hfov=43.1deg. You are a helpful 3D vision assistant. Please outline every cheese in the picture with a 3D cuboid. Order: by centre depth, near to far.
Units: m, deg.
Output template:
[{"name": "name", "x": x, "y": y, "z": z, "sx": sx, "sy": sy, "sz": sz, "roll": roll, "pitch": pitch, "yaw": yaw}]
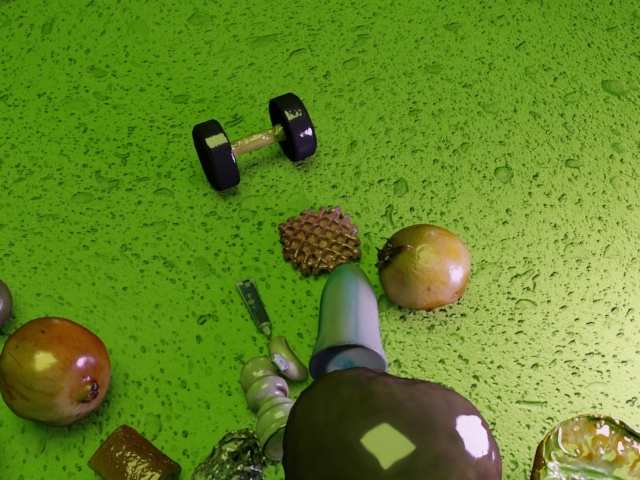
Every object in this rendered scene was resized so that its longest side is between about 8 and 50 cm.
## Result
[{"name": "cheese", "x": -0.087, "y": 0.278, "z": 1.897, "sx": 0.050, "sy": 0.235, "sz": 0.127, "roll": -39, "pitch": 80, "yaw": 1}]

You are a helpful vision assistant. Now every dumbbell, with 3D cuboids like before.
[{"name": "dumbbell", "x": -0.192, "y": -0.291, "z": 2.364, "sx": 0.323, "sy": 0.203, "sz": 0.203, "roll": -23, "pitch": 53, "yaw": -14}]

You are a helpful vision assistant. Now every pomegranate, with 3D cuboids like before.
[{"name": "pomegranate", "x": -0.613, "y": 0.311, "z": 1.876, "sx": 0.264, "sy": 0.264, "sz": 0.264, "roll": -2, "pitch": 51, "yaw": 3}]

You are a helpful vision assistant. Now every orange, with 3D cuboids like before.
[{"name": "orange", "x": 0.558, "y": 0.533, "z": 1.648, "sx": 0.263, "sy": 0.196, "sz": 0.334, "roll": 0, "pitch": 45, "yaw": 23}]

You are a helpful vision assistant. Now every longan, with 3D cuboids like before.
[{"name": "longan", "x": 0.133, "y": 0.464, "z": 1.610, "sx": 0.436, "sy": 0.404, "sz": 0.404, "roll": 11, "pitch": 52, "yaw": 5}]

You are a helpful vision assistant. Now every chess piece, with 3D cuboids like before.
[{"name": "chess piece", "x": -0.118, "y": 0.373, "z": 1.876, "sx": 0.133, "sy": 0.133, "sz": 0.243, "roll": -21, "pitch": 47, "yaw": -13}]

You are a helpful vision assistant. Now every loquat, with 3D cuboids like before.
[{"name": "loquat", "x": 0.252, "y": 0.064, "z": 2.027, "sx": 0.244, "sy": 0.244, "sz": 0.243, "roll": -2, "pitch": 51, "yaw": 3}]

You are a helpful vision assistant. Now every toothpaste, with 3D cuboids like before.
[{"name": "toothpaste", "x": -0.167, "y": 0.172, "z": 2.096, "sx": 0.057, "sy": 0.034, "sz": 0.197, "roll": -14, "pitch": 48, "yaw": -18}]

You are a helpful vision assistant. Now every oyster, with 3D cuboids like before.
[{"name": "oyster", "x": -0.225, "y": 0.525, "z": 1.799, "sx": 0.252, "sy": 0.087, "sz": 0.199, "roll": -15, "pitch": 51, "yaw": -24}]

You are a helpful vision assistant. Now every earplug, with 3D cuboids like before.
[{"name": "earplug", "x": 0.064, "y": 0.188, "z": 1.992, "sx": 0.185, "sy": 0.185, "sz": 0.324, "roll": -2, "pitch": 44, "yaw": 2}]

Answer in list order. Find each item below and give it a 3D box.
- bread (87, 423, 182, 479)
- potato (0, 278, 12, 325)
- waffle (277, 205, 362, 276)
[{"name": "bread", "x": -0.412, "y": 0.505, "z": 1.798, "sx": 0.172, "sy": 0.103, "sz": 0.132, "roll": 30, "pitch": 64, "yaw": 25}, {"name": "potato", "x": -0.910, "y": 0.143, "z": 2.092, "sx": 0.262, "sy": 0.165, "sz": 0.165, "roll": 21, "pitch": 55, "yaw": 22}, {"name": "waffle", "x": 0.000, "y": 0.000, "z": 2.209, "sx": 0.221, "sy": 0.055, "sz": 0.234, "roll": -16, "pitch": 52, "yaw": -8}]
